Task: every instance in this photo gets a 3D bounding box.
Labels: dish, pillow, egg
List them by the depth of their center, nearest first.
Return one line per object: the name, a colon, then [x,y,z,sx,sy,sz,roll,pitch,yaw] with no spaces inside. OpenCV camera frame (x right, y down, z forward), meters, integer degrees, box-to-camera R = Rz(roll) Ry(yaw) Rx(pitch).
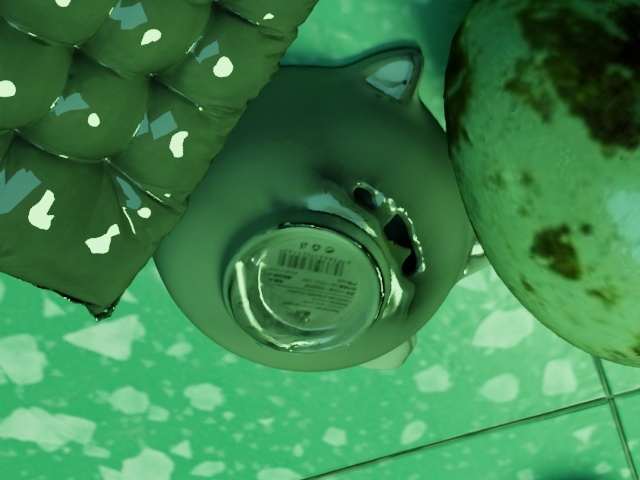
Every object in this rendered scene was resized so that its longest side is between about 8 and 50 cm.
pillow: [-0.122,-0.121,0.514,0.228,0.101,0.326,21,117,-38]
egg: [0.155,-0.036,0.569,0.169,0.169,0.231,-39,103,22]
dish: [0.000,0.000,0.640,0.236,0.086,0.228,35,116,-19]
